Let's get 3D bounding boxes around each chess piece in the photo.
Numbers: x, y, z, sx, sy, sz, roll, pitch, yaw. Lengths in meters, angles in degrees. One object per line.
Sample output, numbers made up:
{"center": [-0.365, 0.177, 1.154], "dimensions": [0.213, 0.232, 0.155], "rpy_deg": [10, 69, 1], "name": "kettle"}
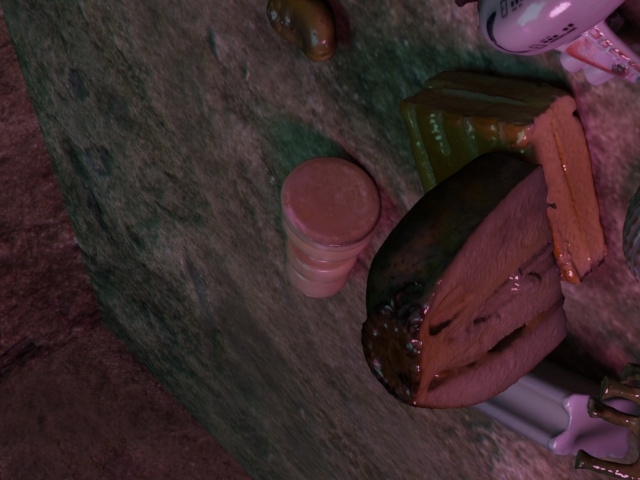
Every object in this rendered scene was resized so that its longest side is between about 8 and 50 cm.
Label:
{"center": [0.000, 0.000, 1.850], "dimensions": [0.167, 0.167, 0.300], "rpy_deg": [51, 158, 17], "name": "chess piece"}

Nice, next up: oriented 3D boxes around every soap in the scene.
{"center": [0.289, 0.210, 1.526], "dimensions": [0.265, 0.160, 0.088], "rpy_deg": [24, 98, 51], "name": "soap"}

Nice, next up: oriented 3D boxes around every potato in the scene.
{"center": [-0.021, -0.321, 1.613], "dimensions": [0.138, 0.070, 0.091], "rpy_deg": [44, 146, 25], "name": "potato"}

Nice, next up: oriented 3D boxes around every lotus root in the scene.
{"center": [0.148, 0.070, 1.270], "dimensions": [0.149, 0.260, 0.267], "rpy_deg": [24, 143, 43], "name": "lotus root"}

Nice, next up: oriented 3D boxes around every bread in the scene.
{"center": [0.232, -0.075, 1.374], "dimensions": [0.239, 0.111, 0.246], "rpy_deg": [21, 138, 53], "name": "bread"}

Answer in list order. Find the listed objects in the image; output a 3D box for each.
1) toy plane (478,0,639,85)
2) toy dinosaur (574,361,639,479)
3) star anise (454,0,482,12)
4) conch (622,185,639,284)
{"center": [0.251, -0.258, 1.100], "dimensions": [0.252, 0.118, 0.252], "rpy_deg": [27, 147, 19], "name": "toy plane"}
{"center": [0.481, 0.257, 1.349], "dimensions": [0.301, 0.087, 0.447], "rpy_deg": [20, 125, 0], "name": "toy dinosaur"}
{"center": [0.198, -0.301, 1.242], "dimensions": [0.195, 0.065, 0.182], "rpy_deg": [33, 151, 29], "name": "star anise"}
{"center": [0.386, -0.002, 1.195], "dimensions": [0.153, 0.102, 0.135], "rpy_deg": [49, 139, 21], "name": "conch"}
